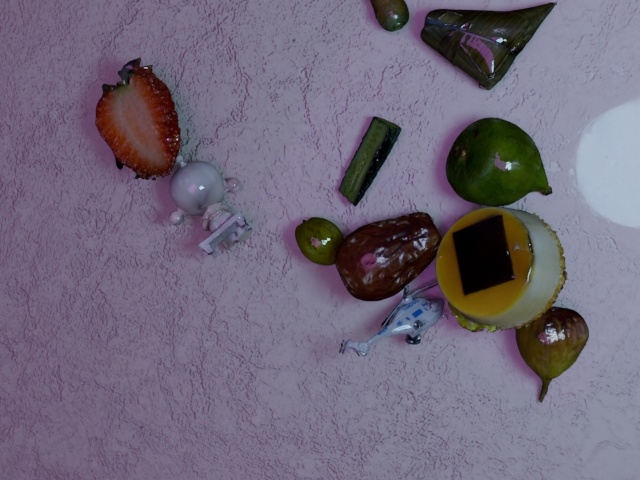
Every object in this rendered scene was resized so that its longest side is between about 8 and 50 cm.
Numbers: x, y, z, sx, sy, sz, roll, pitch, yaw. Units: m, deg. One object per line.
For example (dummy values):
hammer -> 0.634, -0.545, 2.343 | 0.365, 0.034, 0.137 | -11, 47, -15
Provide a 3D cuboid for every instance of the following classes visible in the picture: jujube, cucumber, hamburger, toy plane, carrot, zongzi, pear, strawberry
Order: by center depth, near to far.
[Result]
hamburger -> 0.395, 0.061, 1.645 | 0.294, 0.179, 0.276 | -27, 61, 33
zongzi -> 0.367, -0.492, 1.657 | 0.221, 0.112, 0.242 | 38, 96, 8
toy plane -> 0.183, 0.194, 1.720 | 0.107, 0.273, 0.182 | 47, 131, 23
jujube -> 0.161, 0.033, 1.726 | 0.255, 0.190, 0.190 | -26, 89, 3
carrot -> 0.124, -0.627, 1.727 | 0.078, 0.078, 0.298 | -23, 84, 15
cucumber -> 0.120, -0.186, 1.777 | 0.078, 0.062, 0.211 | 41, 113, 41
pear -> 0.000, 0.000, 1.799 | 0.107, 0.107, 0.131 | -37, 93, 15
strawberry -> -0.432, -0.274, 1.854 | 0.233, 0.138, 0.306 | -32, 78, 28

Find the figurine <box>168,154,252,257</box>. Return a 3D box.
figurine -> -0.292, -0.092, 1.845 | 0.182, 0.144, 0.256 | -40, 83, 18

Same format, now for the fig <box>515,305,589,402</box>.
fig -> 0.517, 0.267, 1.696 | 0.159, 0.159, 0.257 | 5, 118, 13

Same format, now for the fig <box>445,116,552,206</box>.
fig -> 0.423, -0.166, 1.670 | 0.235, 0.203, 0.203 | 9, 100, -27
